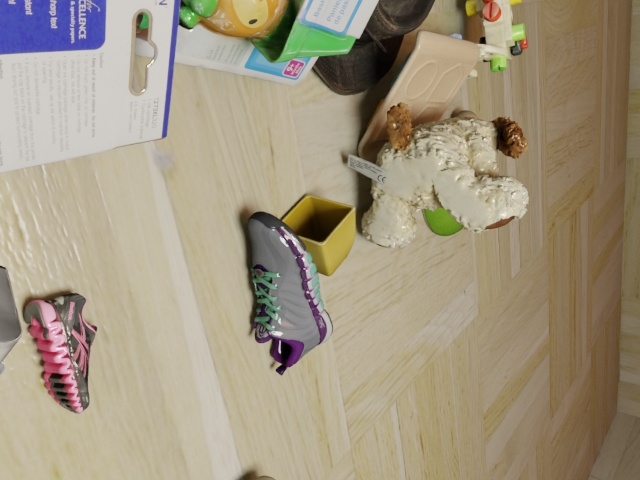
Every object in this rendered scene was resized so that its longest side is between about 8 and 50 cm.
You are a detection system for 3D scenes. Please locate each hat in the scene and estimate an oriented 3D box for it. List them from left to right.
[{"bbox_3d":[0.086,-0.369,0.718,0.331,0.133,0.332,-9,102,-48],"label":"hat"}]

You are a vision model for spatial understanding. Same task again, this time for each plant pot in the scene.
[{"bbox_3d":[0.000,0.000,0.719,0.081,0.081,0.083,-49,142,-33],"label":"plant pot"}]

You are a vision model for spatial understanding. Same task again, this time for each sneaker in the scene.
[{"bbox_3d":[-0.230,0.104,0.494,0.057,0.047,0.120,-32,121,-55],"label":"sneaker"},{"bbox_3d":[-0.053,0.074,0.666,0.098,0.083,0.224,-43,127,-30],"label":"sneaker"}]

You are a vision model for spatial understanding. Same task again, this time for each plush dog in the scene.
[{"bbox_3d":[0.185,-0.123,0.814,0.225,0.262,0.211,-34,105,-49],"label":"plush dog"}]

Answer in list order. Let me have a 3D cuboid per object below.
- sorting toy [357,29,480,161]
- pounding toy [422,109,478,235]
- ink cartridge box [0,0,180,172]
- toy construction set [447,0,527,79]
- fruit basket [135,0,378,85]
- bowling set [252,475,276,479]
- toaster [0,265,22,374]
[{"bbox_3d":[0.154,-0.226,0.841,0.193,0.038,0.208,-15,140,-48],"label":"sorting toy"},{"bbox_3d":[0.297,-0.118,1.022,0.183,0.110,0.237,46,62,-43],"label":"pounding toy"},{"bbox_3d":[-0.263,-0.122,0.343,0.370,0.069,0.176,-24,142,-44],"label":"ink cartridge box"},{"bbox_3d":[0.288,-0.428,0.928,0.215,0.151,0.328,2,98,-61],"label":"toy construction set"},{"bbox_3d":[-0.074,-0.293,0.450,0.353,0.165,0.327,-8,138,-47],"label":"fruit basket"},{"bbox_3d":[-0.049,0.472,0.668,0.154,0.287,0.200,-33,154,-35],"label":"bowling set"},{"bbox_3d":[-0.300,0.071,0.302,0.168,0.110,0.185,-51,143,1],"label":"toaster"}]
